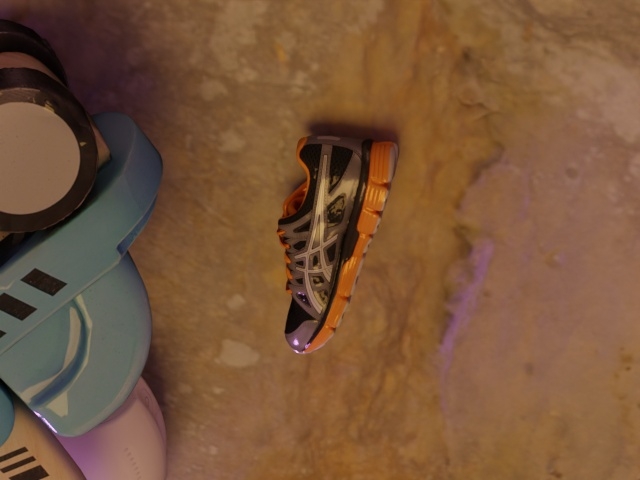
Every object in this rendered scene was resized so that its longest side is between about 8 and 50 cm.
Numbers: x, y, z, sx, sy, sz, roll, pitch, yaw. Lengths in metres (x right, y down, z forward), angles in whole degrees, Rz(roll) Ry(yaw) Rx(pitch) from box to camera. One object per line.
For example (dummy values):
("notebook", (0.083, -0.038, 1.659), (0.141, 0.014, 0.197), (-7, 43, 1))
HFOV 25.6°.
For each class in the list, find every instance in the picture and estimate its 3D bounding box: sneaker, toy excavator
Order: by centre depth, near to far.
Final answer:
("toy excavator", (-0.250, 0.120, 1.107), (0.433, 0.222, 0.445), (-39, 116, -1))
("sneaker", (0.000, 0.000, 1.177), (0.083, 0.084, 0.214), (17, 119, -2))

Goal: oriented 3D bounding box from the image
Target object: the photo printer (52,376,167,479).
("photo printer", (-0.299, 0.206, 1.323), (0.308, 0.107, 0.256), (-2, 141, -7))
